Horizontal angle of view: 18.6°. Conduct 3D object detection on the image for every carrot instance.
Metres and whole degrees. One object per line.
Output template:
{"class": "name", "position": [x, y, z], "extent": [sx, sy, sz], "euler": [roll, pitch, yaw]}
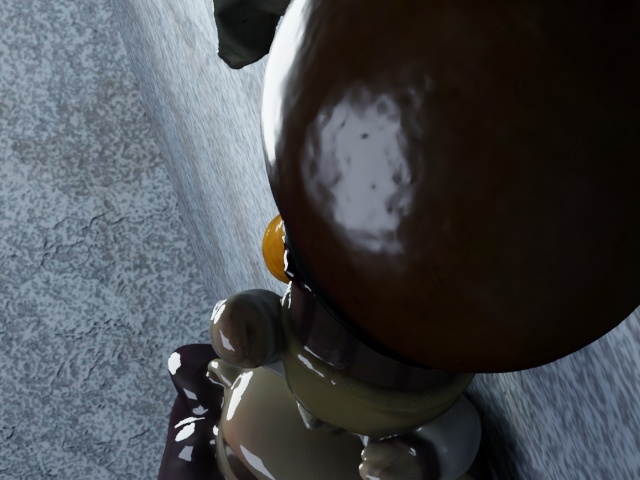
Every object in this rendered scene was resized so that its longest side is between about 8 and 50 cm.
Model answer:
{"class": "carrot", "position": [0.000, 0.000, 1.403], "extent": [0.256, 0.061, 0.061], "euler": [164, 86, -79]}

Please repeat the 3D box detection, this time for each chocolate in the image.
{"class": "chocolate", "position": [0.060, -0.047, 0.645], "extent": [0.177, 0.176, 0.177], "euler": [159, 90, -82]}

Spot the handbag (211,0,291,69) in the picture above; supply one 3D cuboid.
{"class": "handbag", "position": [-0.012, -0.204, 0.754], "extent": [0.182, 0.117, 0.270], "euler": [-6, 107, 39]}

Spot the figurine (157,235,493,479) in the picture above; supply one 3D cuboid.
{"class": "figurine", "position": [0.015, 0.122, 1.139], "extent": [0.365, 0.218, 0.206], "euler": [108, 167, -71]}
